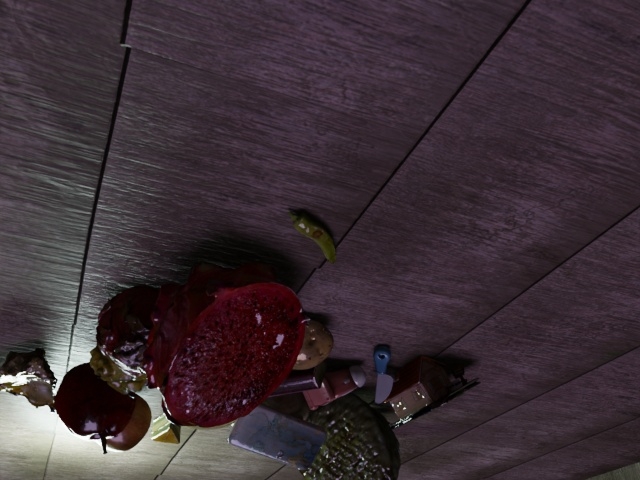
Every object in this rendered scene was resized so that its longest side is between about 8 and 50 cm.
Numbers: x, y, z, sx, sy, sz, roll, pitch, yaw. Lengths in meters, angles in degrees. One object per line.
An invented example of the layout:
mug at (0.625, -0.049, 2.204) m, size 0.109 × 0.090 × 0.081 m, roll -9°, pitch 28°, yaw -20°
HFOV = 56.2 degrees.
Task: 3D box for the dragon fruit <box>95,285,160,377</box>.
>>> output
dragon fruit at (-0.416, 0.231, 1.399) m, size 0.218 × 0.148 × 0.224 m, roll 0°, pitch 103°, yaw -10°

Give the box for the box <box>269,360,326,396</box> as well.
box at (-0.101, 0.392, 1.739) m, size 0.224 × 0.120 × 0.069 m, roll -12°, pitch 114°, yaw 19°

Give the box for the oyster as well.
oyster at (-0.876, 0.397, 1.764) m, size 0.221 × 0.096 × 0.361 m, roll 15°, pitch 142°, yaw -12°

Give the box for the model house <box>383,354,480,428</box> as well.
model house at (0.315, 0.440, 1.829) m, size 0.207 × 0.154 × 0.294 m, roll -17°, pitch 160°, yaw -39°

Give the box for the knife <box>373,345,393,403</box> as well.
knife at (0.186, 0.404, 1.769) m, size 0.058 × 0.032 × 0.244 m, roll 4°, pitch 126°, yaw 14°

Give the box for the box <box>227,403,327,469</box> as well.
box at (-0.126, 0.582, 1.786) m, size 0.285 × 0.142 × 0.044 m, roll 28°, pitch 180°, yaw -21°

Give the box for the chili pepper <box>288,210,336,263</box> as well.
chili pepper at (0.001, 0.000, 1.252) m, size 0.049 × 0.043 × 0.208 m, roll -26°, pitch 139°, yaw 13°

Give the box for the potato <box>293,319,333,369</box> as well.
potato at (-0.079, 0.281, 1.575) m, size 0.234 × 0.128 × 0.161 m, roll -3°, pitch 141°, yaw 12°

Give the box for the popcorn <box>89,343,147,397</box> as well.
popcorn at (-0.493, 0.318, 1.585) m, size 0.218 × 0.169 × 0.189 m, roll 1°, pitch 144°, yaw 9°

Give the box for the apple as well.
apple at (-0.654, 0.583, 1.947) m, size 0.188 × 0.188 × 0.174 m, roll -22°, pitch 135°, yaw 28°

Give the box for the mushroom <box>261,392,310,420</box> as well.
mushroom at (-0.129, 0.559, 1.901) m, size 0.255 × 0.184 × 0.255 m, roll -24°, pitch 135°, yaw -26°

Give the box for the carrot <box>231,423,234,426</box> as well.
carrot at (-0.275, 0.652, 2.178) m, size 0.047 × 0.047 × 0.191 m, roll 19°, pitch 146°, yaw -25°

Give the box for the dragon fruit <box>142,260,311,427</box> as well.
dragon fruit at (-0.229, 0.205, 1.328) m, size 0.371 × 0.249 × 0.386 m, roll -28°, pitch 131°, yaw -31°

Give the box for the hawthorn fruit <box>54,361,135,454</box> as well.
hawthorn fruit at (-0.645, 0.492, 1.740) m, size 0.210 × 0.266 × 0.230 m, roll -26°, pitch 153°, yaw 16°

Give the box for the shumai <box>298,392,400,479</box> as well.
shumai at (0.125, 0.705, 2.039) m, size 0.324 × 0.397 × 0.323 m, roll -37°, pitch 157°, yaw 16°

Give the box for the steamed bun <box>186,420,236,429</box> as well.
steamed bun at (-0.332, 0.496, 1.843) m, size 0.232 × 0.166 × 0.273 m, roll 25°, pitch 138°, yaw -29°

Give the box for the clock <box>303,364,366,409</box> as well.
clock at (0.044, 0.431, 1.805) m, size 0.162 × 0.093 × 0.166 m, roll -14°, pitch 161°, yaw -34°

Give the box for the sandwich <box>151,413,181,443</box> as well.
sandwich at (-0.527, 0.675, 2.174) m, size 0.113 × 0.079 × 0.163 m, roll 21°, pitch 138°, yaw -31°
